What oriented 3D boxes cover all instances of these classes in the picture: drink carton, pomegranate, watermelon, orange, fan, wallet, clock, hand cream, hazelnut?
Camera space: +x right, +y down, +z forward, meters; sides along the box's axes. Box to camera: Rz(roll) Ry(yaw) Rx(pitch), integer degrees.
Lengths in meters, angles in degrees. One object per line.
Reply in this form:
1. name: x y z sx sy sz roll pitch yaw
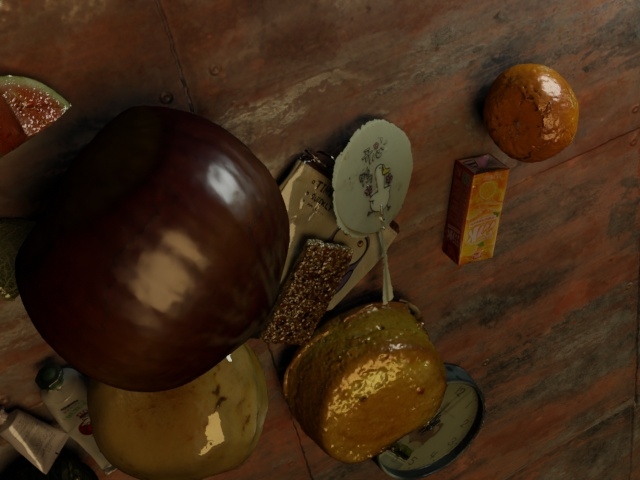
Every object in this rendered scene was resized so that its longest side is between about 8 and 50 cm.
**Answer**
1. drink carton: 0.327 -0.063 1.800 0.096 0.071 0.223 -12 126 -23
2. pomegranate: -0.255 0.296 1.540 0.332 0.332 0.333 -14 125 -21
3. watermelon: -0.451 -0.171 1.275 0.125 0.094 0.135 13 117 -44
4. orange: 0.411 -0.249 1.654 0.161 0.193 0.193 -27 131 -31
5. fan: 0.120 -0.045 1.674 0.233 0.012 0.415 -35 129 -31
6. wallet: -0.001 -0.003 1.655 0.275 0.068 0.335 -50 132 4
7. clock: 0.260 0.453 2.096 0.325 0.067 0.325 -14 125 -21
8. hand cream: -0.439 0.345 1.641 0.121 0.076 0.336 -31 136 -6
9. hand cream: -0.543 0.359 1.572 0.142 0.053 0.084 43 50 -22
10. hazelnut: -0.251 0.010 1.299 0.429 0.402 0.402 -54 132 -15

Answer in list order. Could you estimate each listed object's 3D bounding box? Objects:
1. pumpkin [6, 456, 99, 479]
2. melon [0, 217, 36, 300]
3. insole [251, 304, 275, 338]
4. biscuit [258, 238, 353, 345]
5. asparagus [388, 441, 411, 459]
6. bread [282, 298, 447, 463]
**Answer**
1. pumpkin: -0.518 0.514 1.636 0.211 0.152 0.212 -13 138 -12
2. melon: -0.508 0.042 1.373 0.202 0.140 0.093 -2 142 -32
3. insole: -0.141 0.172 1.729 0.253 0.005 0.086 -7 122 -27
4. biscuit: -0.025 0.105 1.648 0.131 0.025 0.231 9 114 -43
5. asparagus: 0.156 0.479 1.993 0.165 0.030 0.036 30 113 -38
6. bread: 0.110 0.307 1.831 0.358 0.204 0.337 -33 135 -10
